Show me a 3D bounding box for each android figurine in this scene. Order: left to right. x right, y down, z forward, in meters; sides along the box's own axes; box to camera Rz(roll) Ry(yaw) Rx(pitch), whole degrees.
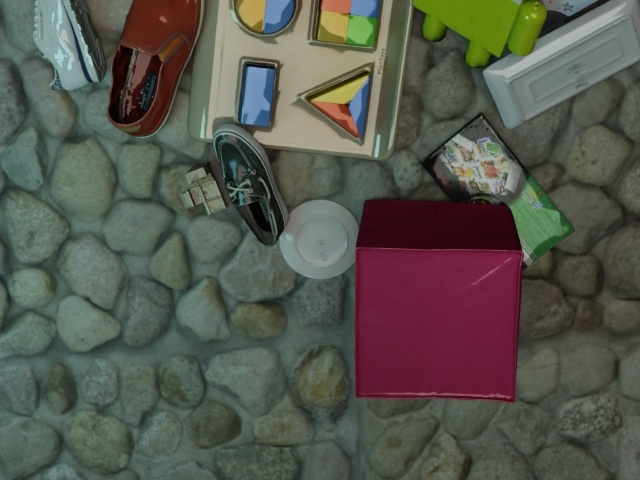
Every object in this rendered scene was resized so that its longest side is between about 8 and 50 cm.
[{"bbox_3d":[0.229,-0.380,1.647,0.248,0.273,0.056,35,62,12],"label":"android figurine"}]

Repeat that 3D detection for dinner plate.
[{"bbox_3d":[0.000,0.000,1.878,0.141,0.017,0.141,0,106,0],"label":"dinner plate"}]

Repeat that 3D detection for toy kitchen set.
[{"bbox_3d":[-0.205,-0.077,1.826,0.068,0.075,0.083,-21,99,6],"label":"toy kitchen set"}]

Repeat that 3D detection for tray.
[{"bbox_3d":[0.405,-0.282,1.768,0.270,0.030,0.145,-28,135,6],"label":"tray"}]

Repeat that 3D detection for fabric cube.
[{"bbox_3d":[0.186,0.090,1.761,0.259,0.258,0.254,2,107,4],"label":"fabric cube"}]

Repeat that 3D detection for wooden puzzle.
[{"bbox_3d":[-0.033,-0.299,1.769,0.347,0.080,0.322,7,104,-2],"label":"wooden puzzle"}]

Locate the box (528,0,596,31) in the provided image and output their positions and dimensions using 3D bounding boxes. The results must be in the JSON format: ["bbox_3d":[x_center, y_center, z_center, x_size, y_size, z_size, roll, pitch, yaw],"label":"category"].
[{"bbox_3d":[0.352,-0.423,1.640,0.163,0.247,0.142,50,61,-11],"label":"box"}]

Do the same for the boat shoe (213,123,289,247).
[{"bbox_3d":[-0.115,-0.088,1.794,0.077,0.070,0.219,-13,121,26],"label":"boat shoe"}]

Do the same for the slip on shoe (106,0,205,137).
[{"bbox_3d":[-0.265,-0.322,1.742,0.123,0.101,0.331,20,104,12],"label":"slip on shoe"}]

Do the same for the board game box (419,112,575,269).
[{"bbox_3d":[0.299,-0.075,1.855,0.136,0.030,0.260,-39,101,6],"label":"board game box"}]

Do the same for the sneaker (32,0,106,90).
[{"bbox_3d":[-0.422,-0.356,1.753,0.094,0.090,0.235,-11,103,12],"label":"sneaker"}]
